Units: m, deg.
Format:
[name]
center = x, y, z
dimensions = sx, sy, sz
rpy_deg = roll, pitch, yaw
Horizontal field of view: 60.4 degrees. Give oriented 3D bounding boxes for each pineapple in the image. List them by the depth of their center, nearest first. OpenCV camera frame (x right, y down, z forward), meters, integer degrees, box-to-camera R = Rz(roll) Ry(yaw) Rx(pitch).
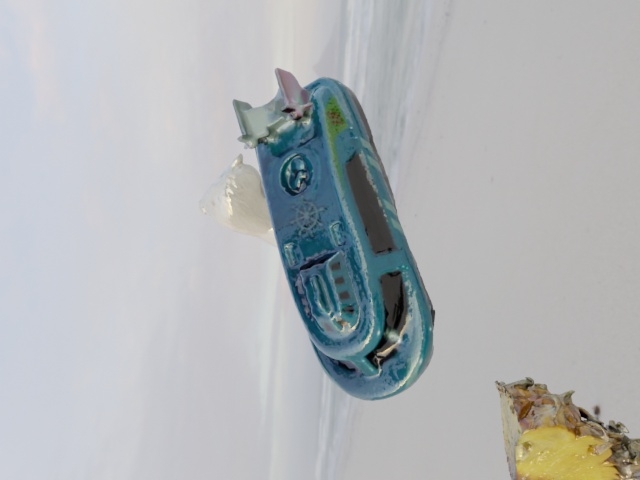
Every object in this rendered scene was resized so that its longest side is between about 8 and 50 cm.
[pineapple]
center = 0.164, 0.136, 0.351
dimensions = 0.114, 0.114, 0.077
rpy_deg = 53, -129, -65

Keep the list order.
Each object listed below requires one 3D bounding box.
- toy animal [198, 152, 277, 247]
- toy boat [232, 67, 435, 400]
[toy animal]
center = -0.084, -0.055, 1.054
dimensions = 0.140, 0.283, 0.138
rpy_deg = -7, 60, 67
[toy boat]
center = 0.000, 0.000, 0.496
dimensions = 0.092, 0.134, 0.298
rpy_deg = -1, -111, -53
